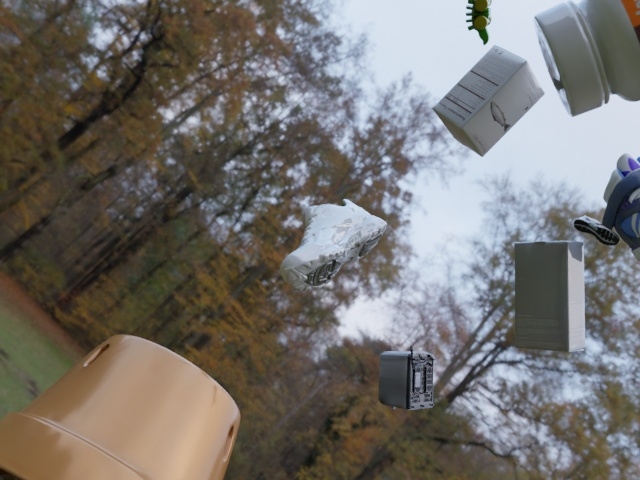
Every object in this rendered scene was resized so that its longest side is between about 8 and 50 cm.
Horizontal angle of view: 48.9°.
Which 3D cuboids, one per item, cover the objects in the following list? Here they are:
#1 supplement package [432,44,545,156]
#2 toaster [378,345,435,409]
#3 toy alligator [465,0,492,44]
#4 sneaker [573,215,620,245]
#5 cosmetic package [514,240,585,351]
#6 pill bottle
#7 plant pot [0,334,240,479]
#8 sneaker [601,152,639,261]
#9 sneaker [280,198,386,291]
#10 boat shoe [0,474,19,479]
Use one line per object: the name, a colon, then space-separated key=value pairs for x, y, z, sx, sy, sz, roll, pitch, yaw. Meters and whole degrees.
supplement package: x=0.334 y=-0.277 z=1.398 sx=0.105 sy=0.179 sz=0.105 roll=40 pitch=6 yaw=-43
toaster: x=0.254 y=0.398 z=2.044 sx=0.110 sy=0.186 sz=0.168 roll=-2 pitch=-9 yaw=33
toy alligator: x=0.333 y=-0.509 z=1.484 sx=0.051 sy=0.056 sz=0.190 roll=6 pitch=-62 yaw=21
sneaker: x=0.651 y=-0.027 z=1.646 sx=0.109 sy=0.043 sz=0.040 roll=35 pitch=-48 yaw=25
cosmetic package: x=0.498 y=0.118 z=1.531 sx=0.127 sy=0.238 sz=0.107 roll=1 pitch=-4 yaw=41
pill bottle: x=0.572 y=-0.366 z=1.157 sx=0.224 sy=0.392 sz=0.224 roll=58 pitch=19 yaw=-33
plant pot: x=-0.232 y=0.252 z=0.851 sx=0.291 sy=0.203 sz=0.291 roll=21 pitch=-34 yaw=15
sneaker: x=0.723 y=-0.097 z=1.542 sx=0.323 sy=0.130 sz=0.236 roll=85 pitch=-17 yaw=-75
sneaker: x=0.000 y=0.000 z=1.129 sx=0.115 sy=0.232 sz=0.090 roll=41 pitch=-51 yaw=18
boat shoe: x=-0.382 y=0.323 z=0.821 sx=0.277 sy=0.096 sz=0.098 roll=-7 pitch=-49 yaw=38
